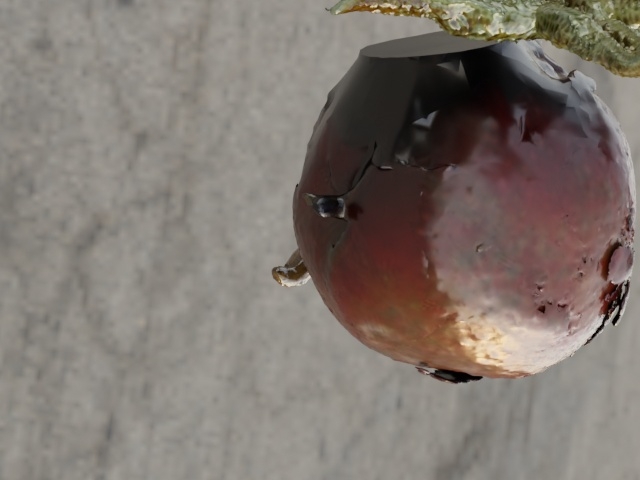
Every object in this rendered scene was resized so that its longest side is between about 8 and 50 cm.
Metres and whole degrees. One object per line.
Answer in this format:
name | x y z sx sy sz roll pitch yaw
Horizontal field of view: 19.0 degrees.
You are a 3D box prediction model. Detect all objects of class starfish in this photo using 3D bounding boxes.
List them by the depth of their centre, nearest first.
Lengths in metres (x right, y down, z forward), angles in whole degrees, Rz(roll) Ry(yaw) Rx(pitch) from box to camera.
starfish | 0.171 -0.182 1.419 0.358 0.347 0.078 -108 -166 -57

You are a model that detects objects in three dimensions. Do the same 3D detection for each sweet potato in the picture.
sweet potato | 0.000 0.000 1.750 0.214 0.050 0.050 -59 153 -68

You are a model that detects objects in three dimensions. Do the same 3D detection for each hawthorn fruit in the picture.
hawthorn fruit | 0.125 -0.038 1.577 0.316 0.316 0.316 6 90 -78
